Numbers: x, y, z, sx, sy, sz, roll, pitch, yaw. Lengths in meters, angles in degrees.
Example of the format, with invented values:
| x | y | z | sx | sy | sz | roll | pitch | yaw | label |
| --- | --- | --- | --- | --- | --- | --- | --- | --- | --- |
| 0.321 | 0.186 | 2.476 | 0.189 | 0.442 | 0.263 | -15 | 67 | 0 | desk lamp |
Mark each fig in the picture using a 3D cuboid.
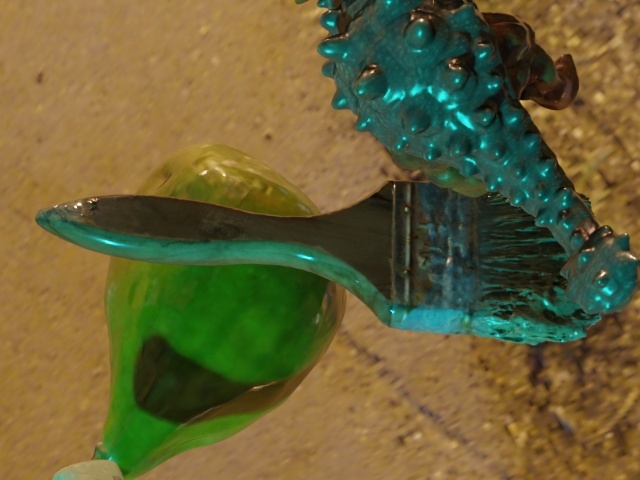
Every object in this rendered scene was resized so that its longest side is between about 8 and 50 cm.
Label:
| x | y | z | sx | sy | sz | roll | pitch | yaw | label |
| --- | --- | --- | --- | --- | --- | --- | --- | --- | --- |
| -0.114 | 0.077 | 1.578 | 0.233 | 0.233 | 0.314 | 34 | 93 | -9 | fig |

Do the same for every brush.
| x | y | z | sx | sy | sz | roll | pitch | yaw | label |
| --- | --- | --- | --- | --- | --- | --- | --- | --- | --- |
| 0.000 | 0.000 | 0.609 | 0.196 | 0.021 | 0.070 | 6 | 50 | -4 | brush |

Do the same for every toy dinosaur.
| x | y | z | sx | sy | sz | roll | pitch | yaw | label |
| --- | --- | --- | --- | --- | --- | --- | --- | --- | --- |
| 0.031 | -0.041 | 0.443 | 0.154 | 0.049 | 0.055 | 51 | 17 | 26 | toy dinosaur |

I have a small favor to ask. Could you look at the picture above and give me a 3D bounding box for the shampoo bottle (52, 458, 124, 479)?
| x | y | z | sx | sy | sz | roll | pitch | yaw | label |
| --- | --- | --- | --- | --- | --- | --- | --- | --- | --- |
| -0.147 | 0.261 | 1.363 | 0.069 | 0.041 | 0.190 | 13 | 47 | -61 | shampoo bottle |
